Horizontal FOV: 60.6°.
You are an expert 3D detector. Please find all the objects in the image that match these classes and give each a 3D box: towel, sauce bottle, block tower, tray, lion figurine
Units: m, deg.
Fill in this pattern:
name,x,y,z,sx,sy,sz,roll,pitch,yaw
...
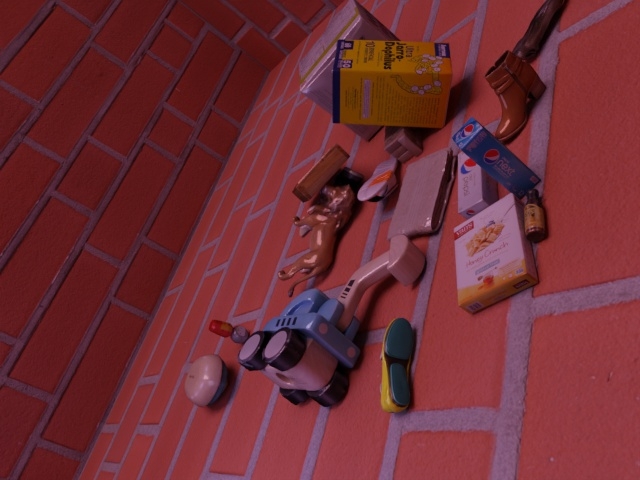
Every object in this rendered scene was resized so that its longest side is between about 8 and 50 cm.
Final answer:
name,x,y,z,sx,sy,sz,roll,pitch,yaw
towel,0.290,-0.127,1.564,0.187,0.049,0.282,-19,45,55
sauce bottle,0.458,-0.057,1.176,0.042,0.042,0.128,-33,33,41
block tower,0.282,-0.403,1.857,0.097,0.091,0.336,-38,30,37
tray,-0.010,-0.241,2.029,0.203,0.076,0.411,-47,5,-1
lion figurine,0.000,0.000,1.874,0.240,0.142,0.393,-9,65,42

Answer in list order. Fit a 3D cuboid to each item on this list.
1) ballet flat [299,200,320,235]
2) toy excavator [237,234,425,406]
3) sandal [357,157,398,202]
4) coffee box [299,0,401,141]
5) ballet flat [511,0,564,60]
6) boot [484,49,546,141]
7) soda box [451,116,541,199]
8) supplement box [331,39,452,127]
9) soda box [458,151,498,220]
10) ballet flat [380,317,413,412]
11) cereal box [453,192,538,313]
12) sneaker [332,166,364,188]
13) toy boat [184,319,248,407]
name,x,y,z,sx,sy,sz,roll,pitch,yaw
ballet flat,-0.041,-0.089,2.117,0.168,0.052,0.057,-49,26,18
toy excavator,0.038,0.196,1.479,0.432,0.222,0.445,-18,37,52
sandal,0.208,-0.183,1.764,0.101,0.076,0.265,-16,24,36
coffee box,0.150,-0.658,2.107,0.338,0.337,0.334,-46,26,25
ballet flat,0.619,-0.601,1.530,0.250,0.058,0.084,-56,2,-12
boot,0.468,-0.366,1.392,0.197,0.152,0.073,-58,25,-2
soda box,0.397,-0.184,1.236,0.067,0.210,0.071,-46,27,21
supplement box,0.220,-0.496,1.726,0.195,0.356,0.194,88,-173,-47
soda box,0.393,-0.145,1.368,0.074,0.069,0.216,-33,35,41
ballet flat,0.167,0.288,1.266,0.077,0.077,0.231,125,160,-47
cereal box,0.378,0.026,1.213,0.173,0.047,0.240,-37,31,37
sneaker,0.089,-0.187,1.956,0.118,0.083,0.222,-65,6,-5
toy boat,-0.377,0.454,2.008,0.267,0.148,0.318,-12,57,64
